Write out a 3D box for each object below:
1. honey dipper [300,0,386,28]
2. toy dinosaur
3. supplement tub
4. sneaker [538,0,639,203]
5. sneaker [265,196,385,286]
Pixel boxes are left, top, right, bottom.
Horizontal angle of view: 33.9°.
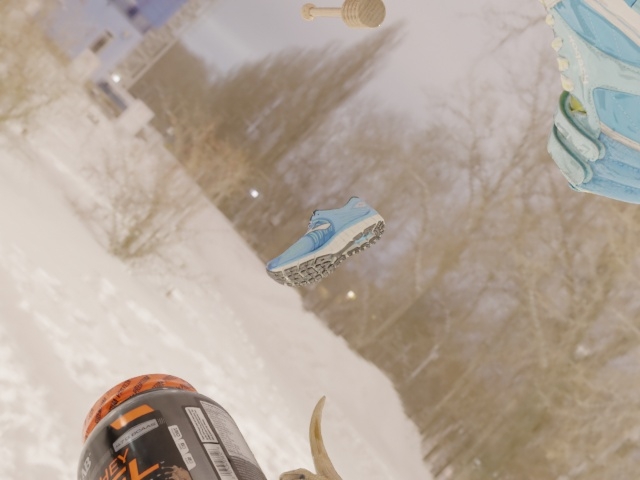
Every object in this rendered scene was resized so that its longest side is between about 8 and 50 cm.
[{"bbox_3d":[0.015,-0.216,1.002,0.030,0.030,0.161,46,-9,-23],"label":"honey dipper"},{"bbox_3d":[0.015,0.153,0.572,0.093,0.053,0.183,13,18,-42],"label":"toy dinosaur"},{"bbox_3d":[-0.158,0.312,1.206,0.207,0.207,0.338,46,1,-37],"label":"supplement tub"},{"bbox_3d":[0.217,-0.155,0.868,0.319,0.127,0.208,48,-37,13],"label":"sneaker"},{"bbox_3d":[0.000,0.000,1.349,0.073,0.162,0.063,57,-6,29],"label":"sneaker"}]
